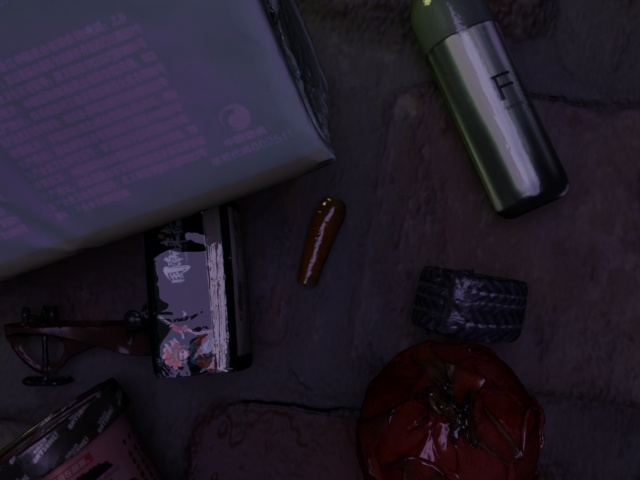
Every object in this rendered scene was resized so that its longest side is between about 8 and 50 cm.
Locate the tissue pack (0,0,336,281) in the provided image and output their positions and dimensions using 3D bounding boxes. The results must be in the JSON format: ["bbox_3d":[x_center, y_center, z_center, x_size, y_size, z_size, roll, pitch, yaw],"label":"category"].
[{"bbox_3d":[-0.228,-0.160,0.605,0.404,0.205,0.332,-17,122,12],"label":"tissue pack"}]

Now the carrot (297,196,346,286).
[{"bbox_3d":[0.000,0.000,0.782,0.032,0.032,0.093,19,89,1],"label":"carrot"}]

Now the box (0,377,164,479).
[{"bbox_3d":[-0.213,0.221,0.697,0.151,0.151,0.135,-34,93,-5],"label":"box"}]

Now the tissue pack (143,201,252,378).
[{"bbox_3d":[-0.115,0.042,0.738,0.090,0.103,0.170,-4,83,4],"label":"tissue pack"}]

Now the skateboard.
[{"bbox_3d":[-0.233,0.102,0.757,0.151,0.067,0.080,0,93,5],"label":"skateboard"}]

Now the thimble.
[{"bbox_3d":[0.143,0.061,0.748,0.104,0.095,0.066,7,93,-36],"label":"thimble"}]

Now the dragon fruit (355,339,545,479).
[{"bbox_3d":[0.115,0.175,0.687,0.172,0.210,0.172,-3,41,3],"label":"dragon fruit"}]

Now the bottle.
[{"bbox_3d":[0.170,-0.149,0.781,0.096,0.079,0.254,-19,83,-41],"label":"bottle"}]
